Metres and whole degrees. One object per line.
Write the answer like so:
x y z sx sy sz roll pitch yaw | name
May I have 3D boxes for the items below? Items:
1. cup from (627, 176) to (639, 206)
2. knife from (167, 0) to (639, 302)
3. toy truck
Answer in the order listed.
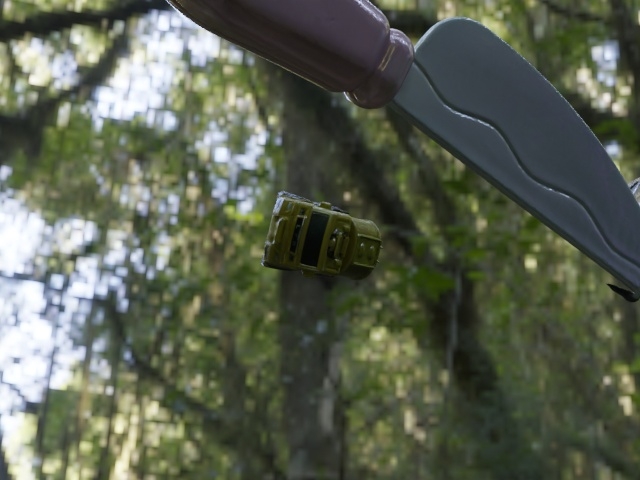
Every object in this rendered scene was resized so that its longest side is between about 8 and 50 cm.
0.272 -0.012 1.317 0.074 0.102 0.099 37 -12 -2 | cup
0.057 -0.075 0.816 0.336 0.081 0.043 32 -19 -29 | knife
0.000 0.000 1.057 0.054 0.049 0.083 14 1 25 | toy truck
